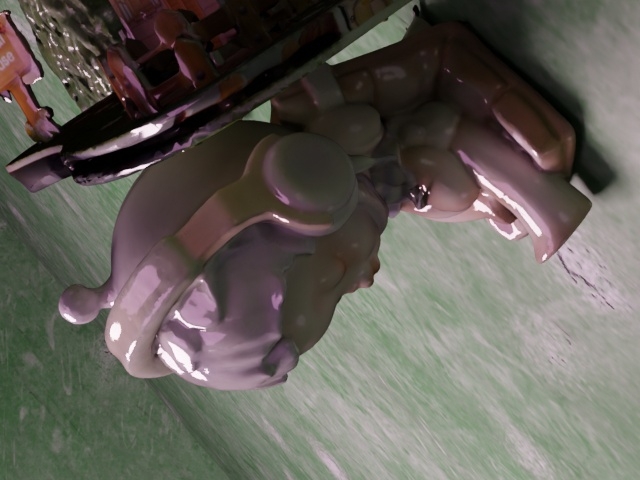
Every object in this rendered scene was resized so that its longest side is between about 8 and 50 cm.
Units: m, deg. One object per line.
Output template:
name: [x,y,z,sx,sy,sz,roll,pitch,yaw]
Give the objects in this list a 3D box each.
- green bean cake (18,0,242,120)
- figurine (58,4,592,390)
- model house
green bean cake: [-0.138,-0.147,0.883,0.181,0.094,0.173,49,164,13]
figurine: [-0.003,-0.003,0.591,0.141,0.236,0.162,56,162,16]
model house: [-0.055,-0.136,0.497,0.154,0.207,0.294,60,162,-13]
